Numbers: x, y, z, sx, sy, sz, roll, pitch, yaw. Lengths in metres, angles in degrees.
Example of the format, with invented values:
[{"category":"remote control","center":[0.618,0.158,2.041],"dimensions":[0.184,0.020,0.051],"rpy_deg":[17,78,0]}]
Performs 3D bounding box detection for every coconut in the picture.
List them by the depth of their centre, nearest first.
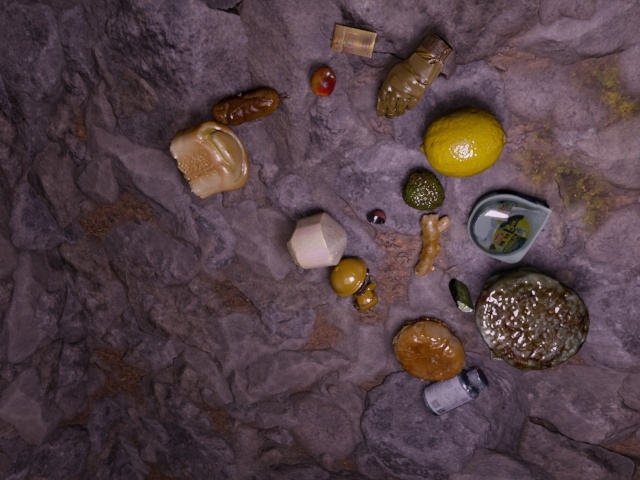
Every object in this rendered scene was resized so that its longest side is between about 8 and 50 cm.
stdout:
[{"category":"coconut","center":[0.000,0.000,1.740],"dimensions":[0.245,0.239,0.239],"rpy_deg":[-14,108,22]}]

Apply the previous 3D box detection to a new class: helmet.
[{"category":"helmet","center":[0.240,-0.103,1.725],"dimensions":[0.084,0.049,0.065],"rpy_deg":[1,149,43]}]

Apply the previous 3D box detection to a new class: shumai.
[{"category":"shumai","center":[0.744,0.276,1.574],"dimensions":[0.396,0.348,0.394],"rpy_deg":[0,92,-1]}]

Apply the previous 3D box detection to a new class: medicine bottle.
[{"category":"medicine bottle","center":[0.627,0.694,1.902],"dimensions":[0.293,0.141,0.141],"rpy_deg":[-40,98,26]}]

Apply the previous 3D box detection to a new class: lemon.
[{"category":"lemon","center":[0.501,-0.345,1.448],"dimensions":[0.268,0.267,0.267],"rpy_deg":[6,113,13]}]

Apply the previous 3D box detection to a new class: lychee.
[{"category":"lychee","center":[0.402,-0.186,1.588],"dimensions":[0.171,0.171,0.171],"rpy_deg":[6,113,13]}]

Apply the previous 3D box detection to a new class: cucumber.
[{"category":"cucumber","center":[0.571,0.236,1.686],"dimensions":[0.078,0.211,0.062],"rpy_deg":[28,115,1]}]

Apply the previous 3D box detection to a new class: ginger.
[{"category":"ginger","center":[0.450,0.025,1.714],"dimensions":[0.118,0.065,0.298],"rpy_deg":[15,118,13]}]

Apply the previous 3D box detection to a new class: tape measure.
[{"category":"tape measure","center":[0.703,-0.065,1.567],"dimensions":[0.262,0.138,0.259],"rpy_deg":[23,115,5]}]

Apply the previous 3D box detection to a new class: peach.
[{"category":"peach","center":[0.009,-0.600,1.558],"dimensions":[0.101,0.100,0.100],"rpy_deg":[6,113,13]}]

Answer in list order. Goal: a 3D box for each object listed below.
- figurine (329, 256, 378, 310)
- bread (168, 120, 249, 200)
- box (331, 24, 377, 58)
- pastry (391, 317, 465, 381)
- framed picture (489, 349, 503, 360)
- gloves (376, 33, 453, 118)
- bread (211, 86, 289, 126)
[{"category":"figurine","center":[0.153,0.193,1.810],"dimensions":[0.192,0.167,0.256],"rpy_deg":[-39,100,12]},{"category":"bread","center":[-0.452,-0.353,1.730],"dimensions":[0.270,0.211,0.315],"rpy_deg":[-19,118,17]},{"category":"box","center":[0.123,-0.732,1.508],"dimensions":[0.157,0.022,0.088],"rpy_deg":[18,115,7]},{"category":"pastry","center":[0.481,0.474,1.825],"dimensions":[0.316,0.184,0.284],"rpy_deg":[31,120,-1]},{"category":"framed picture","center":[0.851,0.394,1.782],"dimensions":[0.232,0.024,0.314],"rpy_deg":[-5,111,17]},{"category":"gloves","center":[0.316,-0.569,1.458],"dimensions":[0.154,0.141,0.331],"rpy_deg":[40,116,-5]},{"category":"bread","center":[-0.290,-0.546,1.665],"dimensions":[0.344,0.084,0.124],"rpy_deg":[-9,110,18]}]
